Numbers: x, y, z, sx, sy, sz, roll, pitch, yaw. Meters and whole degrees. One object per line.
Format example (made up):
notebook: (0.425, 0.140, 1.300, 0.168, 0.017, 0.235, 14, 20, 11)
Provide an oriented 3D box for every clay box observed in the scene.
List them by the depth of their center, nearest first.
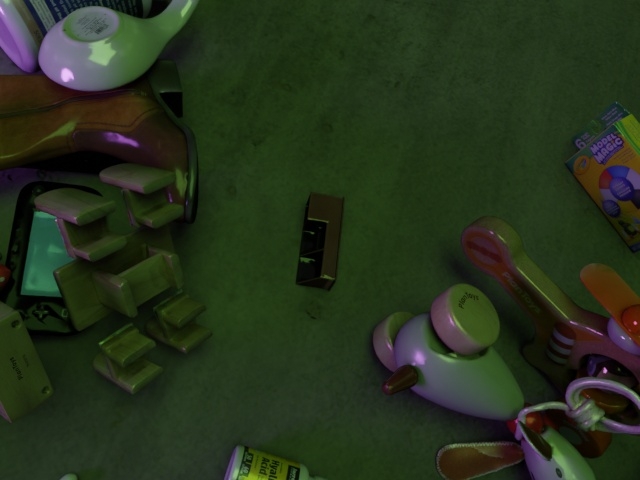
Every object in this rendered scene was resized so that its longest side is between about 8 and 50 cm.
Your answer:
clay box: (0.499, -0.102, 0.899, 0.053, 0.127, 0.222, -28, 77, -22)

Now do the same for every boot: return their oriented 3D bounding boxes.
boot: (-0.300, -0.117, 0.678, 0.280, 0.096, 0.264, -11, 71, -17)

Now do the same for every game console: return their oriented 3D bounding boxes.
game console: (-0.320, -0.054, 0.723, 0.213, 0.044, 0.361, 3, 68, -13)

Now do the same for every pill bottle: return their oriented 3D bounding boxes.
pill bottle: (-0.052, 0.284, 0.638, 0.116, 0.065, 0.065, 19, 65, -7)
pill bottle: (-0.339, -0.363, 0.784, 0.265, 0.153, 0.153, -38, 81, -24)

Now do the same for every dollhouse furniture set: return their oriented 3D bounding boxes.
dollhouse furniture set: (-0.269, 0.052, 0.592, 0.161, 0.212, 0.242, 15, 34, 35)

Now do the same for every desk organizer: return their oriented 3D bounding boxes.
desk organizer: (0.000, 0.000, 0.778, 0.050, 0.047, 0.130, 10, 66, -7)

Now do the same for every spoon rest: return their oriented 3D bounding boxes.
spoon rest: (-0.245, -0.287, 0.732, 0.137, 0.084, 0.276, 30, 63, 14)

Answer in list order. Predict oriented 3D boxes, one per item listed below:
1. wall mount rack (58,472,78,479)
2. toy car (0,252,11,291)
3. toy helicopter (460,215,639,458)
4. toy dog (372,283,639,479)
wall mount rack: (-0.421, 0.281, 0.497, 0.350, 0.130, 0.304, 48, 26, -7)
toy car: (-0.494, -0.021, 0.618, 0.225, 0.053, 0.239, -17, 93, 3)
toy helicopter: (0.323, 0.104, 0.711, 0.140, 0.235, 0.355, -37, 80, -24)
toy dog: (0.191, 0.209, 0.664, 0.334, 0.220, 0.161, 35, 47, 17)
